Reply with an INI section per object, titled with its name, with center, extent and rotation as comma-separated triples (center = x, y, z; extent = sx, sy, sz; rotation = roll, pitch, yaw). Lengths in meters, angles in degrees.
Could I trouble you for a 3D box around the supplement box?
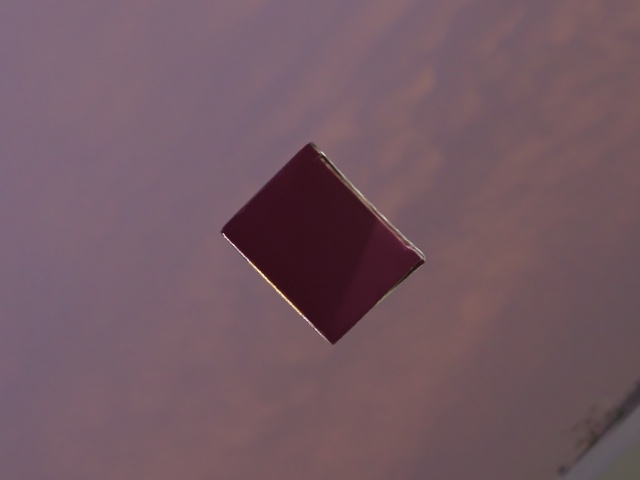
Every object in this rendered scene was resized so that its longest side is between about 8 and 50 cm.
[supplement box]
center = 0.000, 0.000, 0.515
extent = 0.043, 0.055, 0.083
rotation = -44, 1, 0
